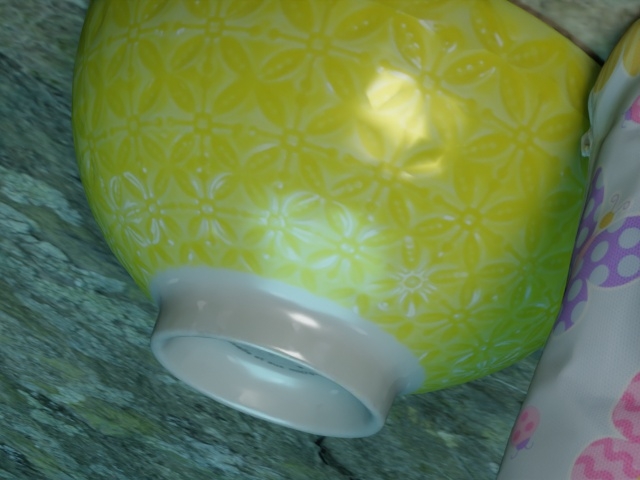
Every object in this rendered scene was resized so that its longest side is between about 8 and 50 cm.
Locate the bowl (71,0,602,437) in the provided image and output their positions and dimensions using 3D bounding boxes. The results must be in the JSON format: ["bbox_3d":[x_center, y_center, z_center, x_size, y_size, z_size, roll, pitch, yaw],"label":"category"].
[{"bbox_3d":[0.000,0.000,0.755,0.289,0.156,0.289,17,158,7],"label":"bowl"}]

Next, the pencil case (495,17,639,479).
[{"bbox_3d":[0.133,0.040,0.582,0.124,0.273,0.113,8,150,20],"label":"pencil case"}]
